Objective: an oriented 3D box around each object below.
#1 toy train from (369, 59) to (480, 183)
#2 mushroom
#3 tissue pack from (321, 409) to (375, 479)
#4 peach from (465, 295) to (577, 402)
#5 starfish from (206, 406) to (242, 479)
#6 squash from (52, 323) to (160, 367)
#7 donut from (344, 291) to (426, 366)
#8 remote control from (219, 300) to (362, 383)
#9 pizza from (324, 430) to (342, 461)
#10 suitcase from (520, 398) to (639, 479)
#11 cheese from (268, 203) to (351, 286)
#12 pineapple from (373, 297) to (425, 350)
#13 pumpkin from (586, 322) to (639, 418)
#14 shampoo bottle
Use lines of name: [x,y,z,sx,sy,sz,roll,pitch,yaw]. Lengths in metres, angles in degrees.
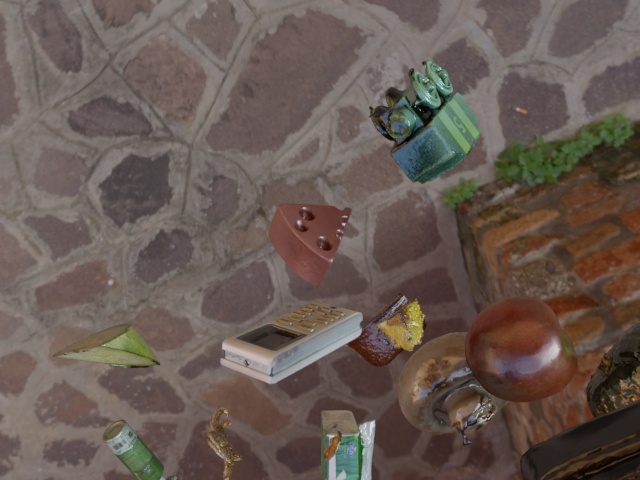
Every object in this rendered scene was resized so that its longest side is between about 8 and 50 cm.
toy train: [0.248,-0.275,1.339,0.167,0.299,0.238,-33,100,38]
mushroom: [0.413,0.446,1.703,0.362,0.294,0.362,-9,128,-11]
tissue pack: [0.081,0.619,1.686,0.156,0.148,0.208,-1,100,-4]
peach: [0.460,0.258,1.355,0.253,0.252,0.252,-5,122,-9]
starfish: [-0.240,0.497,1.407,0.053,0.209,0.150,-32,128,6]
squash: [-0.503,0.293,1.446,0.237,0.204,0.155,-13,102,37]
donut: [0.163,0.234,1.464,0.126,0.144,0.186,44,81,6]
remote control: [-0.039,0.163,0.994,0.103,0.277,0.055,12,104,31]
pizza: [0.033,0.536,1.514,0.016,0.037,0.083,44,68,-40]
suitcase: [0.370,0.290,0.492,0.339,0.188,0.345,-29,101,17]
cheese: [-0.011,0.017,1.431,0.203,0.177,0.128,3,141,-24]
pineapple: [0.157,0.180,1.234,0.114,0.114,0.077,-16,148,31]
pumpkin: [0.780,0.340,1.353,0.257,0.291,0.327,31,113,19]
shampoo bottle: [-0.401,0.490,1.299,0.065,0.065,0.204,-27,114,5]
